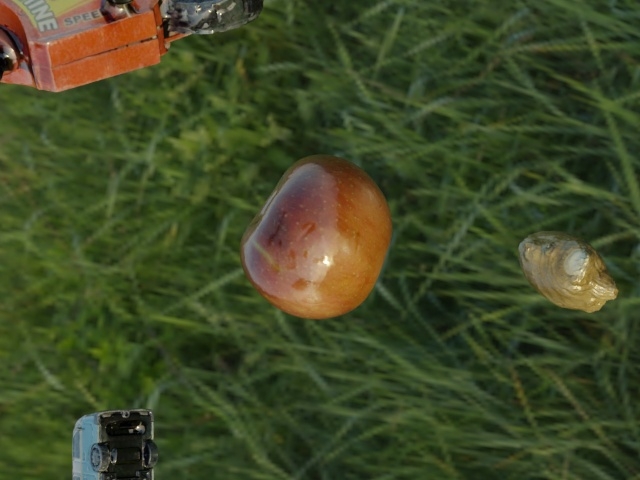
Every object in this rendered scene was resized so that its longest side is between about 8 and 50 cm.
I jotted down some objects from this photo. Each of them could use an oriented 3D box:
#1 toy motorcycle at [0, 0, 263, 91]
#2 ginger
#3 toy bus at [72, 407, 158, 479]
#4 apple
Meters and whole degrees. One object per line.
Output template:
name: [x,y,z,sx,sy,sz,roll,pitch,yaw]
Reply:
toy motorcycle: [-0.194,-0.177,1.103,0.171,0.298,0.089,44,147,51]
ginger: [0.232,0.025,1.384,0.067,0.096,0.165,-62,0,4]
toy bus: [-0.181,0.206,1.237,0.075,0.060,0.123,-7,83,54]
apple: [0.000,0.000,1.723,0.201,0.162,0.201,-56,6,8]
